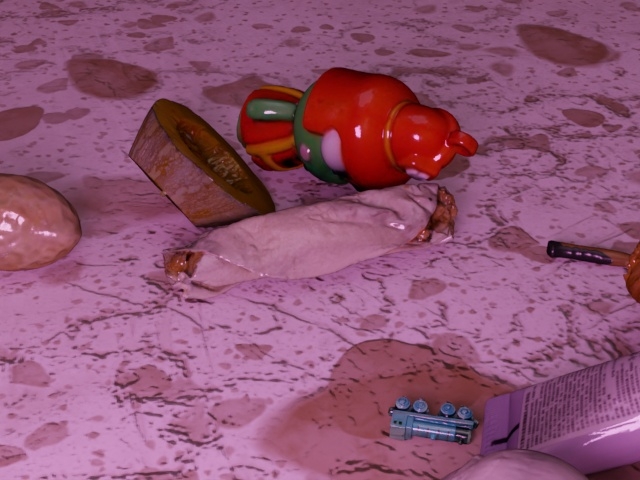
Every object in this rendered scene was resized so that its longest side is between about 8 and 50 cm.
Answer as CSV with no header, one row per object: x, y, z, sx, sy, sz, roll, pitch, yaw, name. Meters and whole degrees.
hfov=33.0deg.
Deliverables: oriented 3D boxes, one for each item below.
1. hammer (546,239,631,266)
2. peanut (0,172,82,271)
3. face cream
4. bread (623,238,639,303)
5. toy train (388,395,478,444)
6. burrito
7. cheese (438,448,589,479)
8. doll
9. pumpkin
0.389,0.023,1.374,0.201,0.021,0.078,9,32,11,hammer
-0.448,-0.039,1.346,0.313,0.149,0.149,11,33,12,peanut
0.277,0.164,1.026,0.274,0.096,0.154,-19,26,23,face cream
0.413,0.070,1.166,0.147,0.160,0.260,-19,27,5,bread
0.113,0.185,1.095,0.092,0.029,0.045,8,40,8,toy train
0.000,0.000,1.352,0.392,0.076,0.117,-12,40,-17,burrito
0.139,0.256,0.849,0.154,0.189,0.198,46,45,7,cheese
0.055,-0.150,1.476,0.363,0.182,0.160,14,74,36,doll
-0.169,-0.082,1.429,0.110,0.217,0.217,-39,33,9,pumpkin
